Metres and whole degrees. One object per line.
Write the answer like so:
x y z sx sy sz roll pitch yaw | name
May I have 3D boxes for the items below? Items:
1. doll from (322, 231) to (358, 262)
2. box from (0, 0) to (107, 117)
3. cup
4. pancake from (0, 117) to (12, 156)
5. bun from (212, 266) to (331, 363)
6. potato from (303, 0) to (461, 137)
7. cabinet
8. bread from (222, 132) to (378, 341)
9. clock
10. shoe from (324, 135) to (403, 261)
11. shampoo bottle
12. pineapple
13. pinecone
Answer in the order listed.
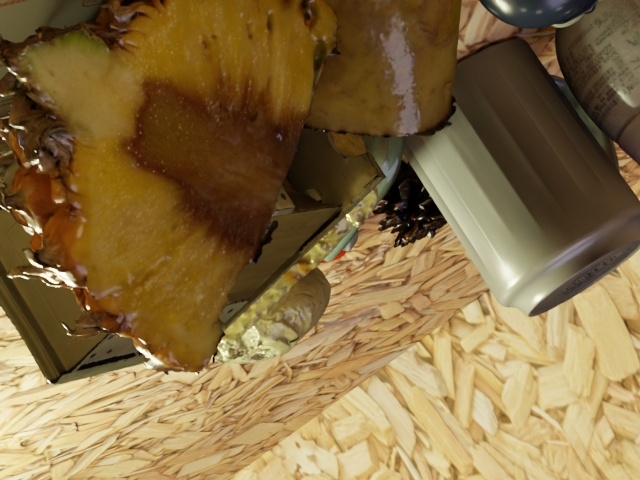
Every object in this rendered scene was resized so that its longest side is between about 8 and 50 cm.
0.000 0.000 2.580 0.102 0.075 0.227 -23 175 -39 | doll
-0.235 -0.208 1.342 0.200 0.106 0.299 -23 164 -40 | box
0.307 -0.092 2.421 0.323 0.327 0.237 -22 163 -40 | cup
-0.271 -0.098 1.561 0.250 0.031 0.250 -14 -172 2 | pancake
-0.081 0.125 2.712 0.237 0.116 0.210 -29 174 -18 | bun
0.041 -0.245 1.636 0.229 0.229 0.266 -21 129 -37 | potato
-0.157 -0.048 1.810 0.318 0.227 0.290 -43 162 30 | cabinet
-0.096 -0.070 2.191 0.346 0.242 0.405 -46 -158 21 | bread
0.260 -0.317 1.969 0.199 0.146 0.243 -33 174 19 | clock
0.031 -0.077 2.391 0.100 0.103 0.251 19 128 -14 | shoe
0.476 -0.252 2.371 0.273 0.266 0.273 -30 166 -8 | shampoo bottle
-0.180 -0.099 1.351 0.286 0.209 0.344 29 78 -40 | pineapple
0.141 -0.059 2.593 0.140 0.121 0.140 -35 169 -8 | pinecone
